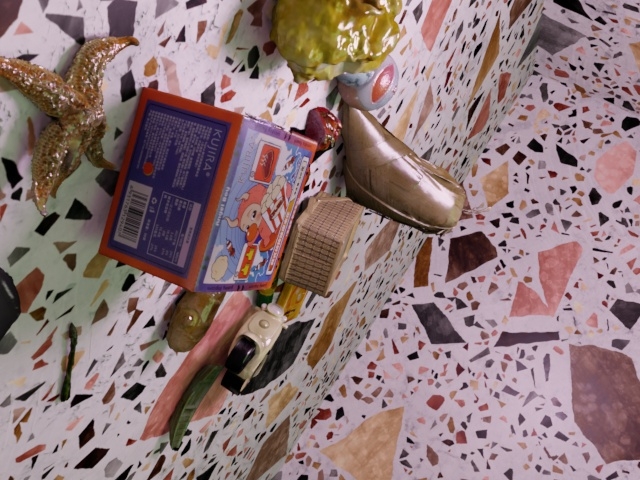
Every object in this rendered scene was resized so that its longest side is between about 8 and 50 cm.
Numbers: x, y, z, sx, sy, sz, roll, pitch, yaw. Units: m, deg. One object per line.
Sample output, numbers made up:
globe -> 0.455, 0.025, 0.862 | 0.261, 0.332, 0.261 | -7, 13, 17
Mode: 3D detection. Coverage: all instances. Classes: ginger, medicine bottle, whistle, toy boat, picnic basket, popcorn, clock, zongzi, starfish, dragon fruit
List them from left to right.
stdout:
starfish -> -0.427, -0.179, 1.153 | 0.301, 0.084, 0.294 | -39, 150, -52
toy boat -> -0.401, 0.506, 2.150 | 0.293, 0.055, 0.093 | -61, 159, -2
ginger -> -0.322, 0.179, 1.831 | 0.116, 0.109, 0.263 | 36, 83, -43
clock -> -0.219, 0.347, 2.210 | 0.276, 0.120, 0.379 | -55, 175, -30
medicine bottle -> -0.169, 0.137, 2.191 | 0.261, 0.064, 0.095 | 105, 9, -46
picnic basket -> 0.000, 0.000, 2.194 | 0.313, 0.175, 0.228 | -57, 166, -59
dragon fruit -> 0.012, -0.304, 1.983 | 0.102, 0.096, 0.147 | -43, 156, -45
popcorn -> 0.026, -0.518, 1.563 | 0.293, 0.292, 0.334 | -20, 174, 23
whistle -> 0.109, -0.468, 1.913 | 0.347, 0.189, 0.189 | 18, 101, -58
zongzi -> 0.288, -0.213, 2.169 | 0.218, 0.499, 0.467 | -59, 160, -19

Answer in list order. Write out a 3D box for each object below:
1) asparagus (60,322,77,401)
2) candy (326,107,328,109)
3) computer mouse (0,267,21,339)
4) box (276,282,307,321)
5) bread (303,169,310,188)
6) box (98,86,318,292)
asparagus -> -0.558, 0.274, 1.535 | 0.022, 0.023, 0.233 | -110, -148, -55
candy -> 0.015, -0.351, 2.032 | 0.030, 0.020, 0.083 | -49, 156, -35
computer mouse -> -0.627, 0.160, 1.142 | 0.168, 0.087, 0.295 | 86, 25, -45
box -> -0.086, 0.168, 2.450 | 0.152, 0.043, 0.269 | -13, 129, -62
bread -> -0.099, -0.160, 1.969 | 0.193, 0.064, 0.193 | -49, 162, -21
box -> -0.220, -0.093, 1.423 | 0.318, 0.256, 0.349 | 8, 100, -66
